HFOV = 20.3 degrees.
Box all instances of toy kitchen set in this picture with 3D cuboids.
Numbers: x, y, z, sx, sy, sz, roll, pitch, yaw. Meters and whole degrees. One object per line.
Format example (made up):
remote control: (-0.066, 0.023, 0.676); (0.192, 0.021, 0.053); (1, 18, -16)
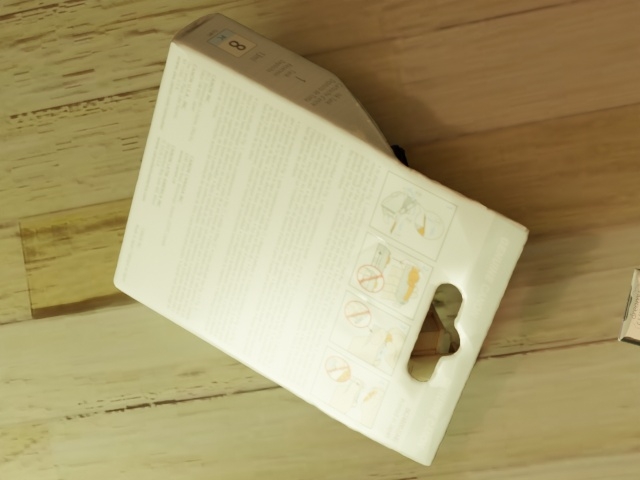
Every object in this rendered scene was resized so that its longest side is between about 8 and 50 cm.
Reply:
toy kitchen set: (0.108, 0.098, 1.791); (0.068, 0.075, 0.083); (-3, 128, -17)

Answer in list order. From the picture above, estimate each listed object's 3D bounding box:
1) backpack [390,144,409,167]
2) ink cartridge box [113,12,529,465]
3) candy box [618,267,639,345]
backpack: (0.052, -0.022, 1.774); (0.101, 0.098, 0.120); (-23, 91, 39)
ink cartridge box: (0.000, 0.000, 1.729); (0.385, 0.091, 0.308); (29, 126, 14)
candy box: (0.382, 0.081, 1.625); (0.196, 0.165, 0.070); (14, 93, 18)
